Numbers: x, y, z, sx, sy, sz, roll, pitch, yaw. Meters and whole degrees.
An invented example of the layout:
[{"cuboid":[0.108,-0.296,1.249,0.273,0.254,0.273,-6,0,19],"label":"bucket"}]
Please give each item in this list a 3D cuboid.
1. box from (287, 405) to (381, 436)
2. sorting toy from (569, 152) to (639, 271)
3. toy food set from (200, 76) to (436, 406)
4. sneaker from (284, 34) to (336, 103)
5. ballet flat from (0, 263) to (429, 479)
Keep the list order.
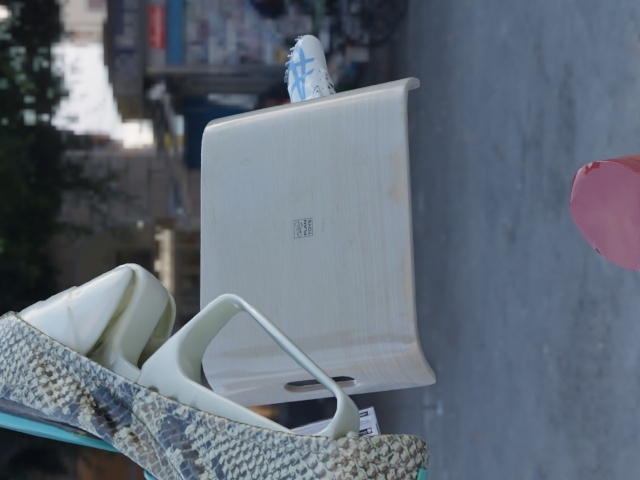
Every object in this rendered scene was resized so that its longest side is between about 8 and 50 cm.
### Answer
[{"cuboid":[-0.019,0.288,1.777,0.036,0.207,0.114,87,168,-85],"label":"box"},{"cuboid":[0.415,-0.003,1.300,0.126,0.366,0.127,-41,-35,-35],"label":"sorting toy"},{"cuboid":[0.000,0.000,1.392,0.092,0.220,0.306,34,-129,-61],"label":"toy food set"},{"cuboid":[0.003,-0.163,1.822,0.085,0.086,0.237,54,-152,-57],"label":"sneaker"},{"cuboid":[-0.114,0.120,1.097,0.164,0.483,0.182,27,-96,-55],"label":"ballet flat"}]
